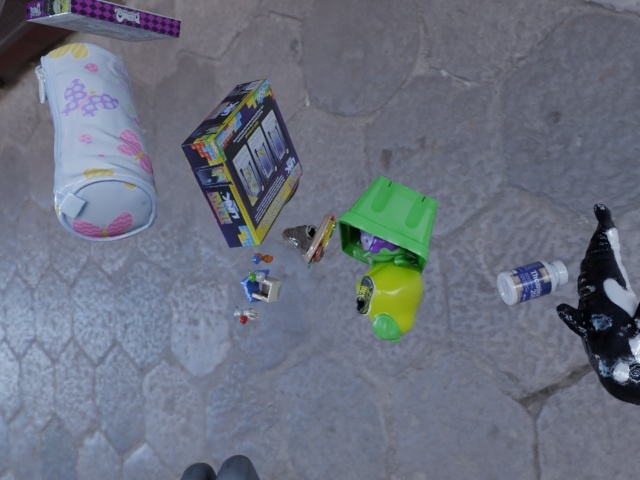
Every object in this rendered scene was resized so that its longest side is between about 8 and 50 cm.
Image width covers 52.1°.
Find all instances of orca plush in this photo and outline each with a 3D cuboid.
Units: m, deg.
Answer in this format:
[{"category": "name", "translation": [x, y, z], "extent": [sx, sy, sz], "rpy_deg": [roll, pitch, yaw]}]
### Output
[{"category": "orca plush", "translation": [0.397, 0.088, 0.942], "extent": [0.151, 0.102, 0.286], "rpy_deg": [113, 159, -79]}]

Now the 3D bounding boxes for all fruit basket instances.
[{"category": "fruit basket", "translation": [0.166, 0.065, 1.742], "extent": [0.283, 0.392, 0.391], "rpy_deg": [26, 108, 10]}]

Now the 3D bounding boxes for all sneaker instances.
[{"category": "sneaker", "translation": [-0.032, -0.007, 1.580], "extent": [0.071, 0.066, 0.188], "rpy_deg": [-63, 31, 7]}, {"category": "sneaker", "translation": [0.092, 0.113, 1.349], "extent": [0.031, 0.035, 0.083], "rpy_deg": [0, 82, 30]}]

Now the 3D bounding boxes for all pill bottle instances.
[{"category": "pill bottle", "translation": [0.406, 0.077, 1.250], "extent": [0.067, 0.120, 0.067], "rpy_deg": [164, 90, -82]}]

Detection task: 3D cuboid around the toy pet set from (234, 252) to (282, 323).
[{"category": "toy pet set", "translation": [-0.122, 0.075, 1.159], "extent": [0.065, 0.114, 0.122], "rpy_deg": [17, 98, 25]}]

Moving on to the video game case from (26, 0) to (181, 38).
[{"category": "video game case", "translation": [-0.437, -0.445, 1.321], "extent": [0.210, 0.232, 0.041], "rpy_deg": [14, 101, 44]}]

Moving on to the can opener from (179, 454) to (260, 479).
[{"category": "can opener", "translation": [-0.047, 0.318, 0.575], "extent": [0.074, 0.093, 0.280], "rpy_deg": [-15, 106, 12]}]

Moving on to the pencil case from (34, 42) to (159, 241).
[{"category": "pencil case", "translation": [-0.281, -0.129, 0.818], "extent": [0.114, 0.124, 0.273], "rpy_deg": [-35, 55, 17]}]

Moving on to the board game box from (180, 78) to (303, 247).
[{"category": "board game box", "translation": [-0.087, -0.096, 0.793], "extent": [0.048, 0.170, 0.141], "rpy_deg": [-6, 123, 23]}]

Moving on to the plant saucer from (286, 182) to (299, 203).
[{"category": "plant saucer", "translation": [-0.142, -0.157, 1.460], "extent": [0.036, 0.199, 0.198], "rpy_deg": [123, 138, -75]}]

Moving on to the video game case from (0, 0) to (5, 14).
[{"category": "video game case", "translation": [-0.150, -0.069, 0.267], "extent": [0.166, 0.015, 0.119], "rpy_deg": [-16, 58, 56]}]

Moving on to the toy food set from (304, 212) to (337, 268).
[{"category": "toy food set", "translation": [0.000, 0.000, 0.915], "extent": [0.020, 0.082, 0.083], "rpy_deg": [27, 101, -3]}]
